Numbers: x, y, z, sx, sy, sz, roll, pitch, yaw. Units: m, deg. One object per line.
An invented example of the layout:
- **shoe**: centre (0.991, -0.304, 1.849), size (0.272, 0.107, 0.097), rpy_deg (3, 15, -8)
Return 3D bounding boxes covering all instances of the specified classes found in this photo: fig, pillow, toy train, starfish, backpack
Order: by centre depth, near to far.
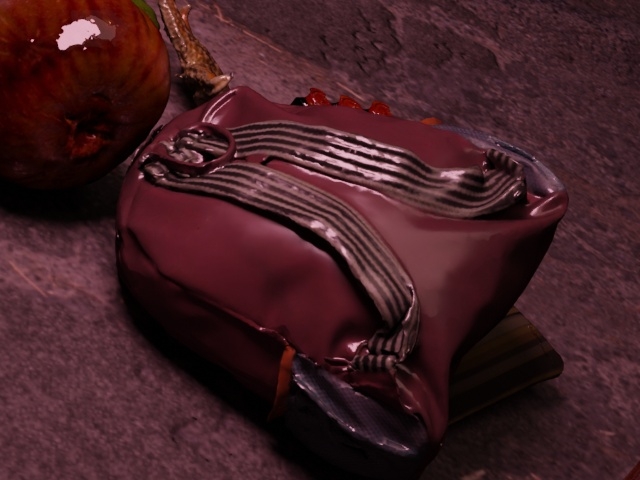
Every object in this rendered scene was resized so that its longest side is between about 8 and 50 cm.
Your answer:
- **backpack**: centre (0.000, 0.000, 1.411), size (0.317, 0.197, 0.283), rpy_deg (29, 60, 8)
- **fig**: centre (-0.222, -0.141, 1.452), size (0.175, 0.175, 0.207), rpy_deg (1, 34, -42)
- **pillow**: centre (0.083, 0.062, 1.564), size (0.208, 0.052, 0.212), rpy_deg (-19, 64, -45)
- **starfish**: centre (-0.112, -0.162, 1.631), size (0.050, 0.138, 0.247), rpy_deg (-21, 46, -6)
- **toy train**: centre (0.025, -0.093, 1.720), size (0.138, 0.050, 0.087), rpy_deg (9, 43, -34)

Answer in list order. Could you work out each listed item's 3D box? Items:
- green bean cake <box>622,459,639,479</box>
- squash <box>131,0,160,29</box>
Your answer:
- **green bean cake**: centre (0.281, 0.200, 1.484), size (0.056, 0.136, 0.135), rpy_deg (41, 31, 9)
- **squash**: centre (-0.263, -0.194, 1.556), size (0.292, 0.082, 0.082), rpy_deg (1, 45, -45)
